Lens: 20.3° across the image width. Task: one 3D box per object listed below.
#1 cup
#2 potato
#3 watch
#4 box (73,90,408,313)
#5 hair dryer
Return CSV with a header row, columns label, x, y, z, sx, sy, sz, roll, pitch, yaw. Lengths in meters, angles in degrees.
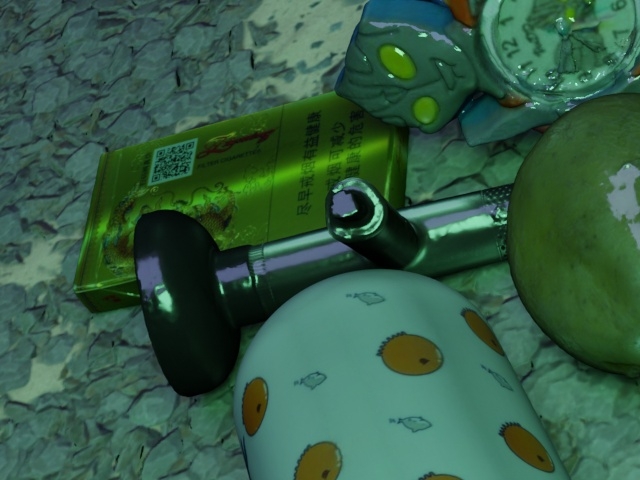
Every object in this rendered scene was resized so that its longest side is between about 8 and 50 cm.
label,x,y,z,sx,sy,sz,roll,pitch,yaw
cup,0.064,0.175,1.224,0.212,0.212,0.317,-29,42,7
potato,0.224,-0.004,1.316,0.160,0.178,0.235,-3,41,-17
watch,0.162,-0.209,1.516,0.305,0.241,0.274,-19,29,20
box,-0.070,-0.041,1.617,0.311,0.043,0.173,-14,47,21
hair dryer,-0.018,-0.011,1.387,0.320,0.284,0.156,-18,64,17
